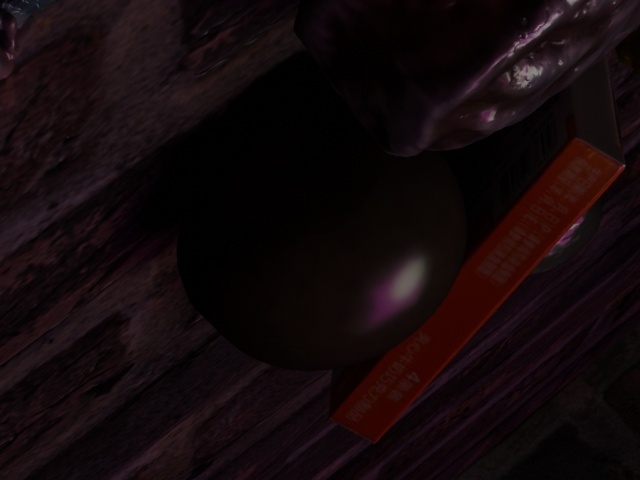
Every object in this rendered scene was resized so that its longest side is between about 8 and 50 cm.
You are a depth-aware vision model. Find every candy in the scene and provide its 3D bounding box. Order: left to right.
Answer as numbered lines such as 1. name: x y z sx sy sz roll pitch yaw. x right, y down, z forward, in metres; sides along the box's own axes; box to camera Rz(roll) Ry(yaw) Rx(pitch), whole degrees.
1. candy: 0.108 -0.162 1.064 0.289 0.157 0.214 -39 180 -40

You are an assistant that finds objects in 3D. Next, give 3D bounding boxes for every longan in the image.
1. longan: 0.000 0.000 1.216 0.189 0.189 0.189 -39 165 -13

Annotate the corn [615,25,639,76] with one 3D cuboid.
1. corn: 0.311 -0.234 1.224 0.344 0.131 0.131 -53 163 16

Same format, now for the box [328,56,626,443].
1. box: 0.101 -0.034 1.348 0.273 0.048 0.265 -51 -162 30

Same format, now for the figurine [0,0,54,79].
1. figurine: -0.142 -0.095 0.823 0.106 0.047 0.060 -49 180 8

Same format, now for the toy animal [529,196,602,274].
1. toy animal: 0.112 -0.002 1.581 0.251 0.127 0.125 -34 166 -17
